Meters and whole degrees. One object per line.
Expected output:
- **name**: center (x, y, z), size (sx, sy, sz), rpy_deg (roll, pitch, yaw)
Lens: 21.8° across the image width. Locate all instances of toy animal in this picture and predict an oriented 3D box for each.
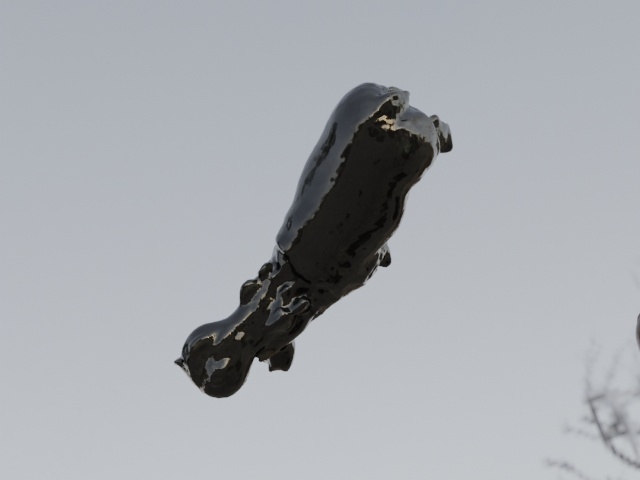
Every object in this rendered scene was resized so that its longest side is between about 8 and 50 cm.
- **toy animal**: center (0.002, 0.007, 1.579), size (0.343, 0.106, 0.168), rpy_deg (-57, -20, 1)

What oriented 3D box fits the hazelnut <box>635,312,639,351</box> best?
- **hazelnut**: center (0.361, 0.096, 1.696), size (0.086, 0.086, 0.086), rpy_deg (-14, -27, -7)
